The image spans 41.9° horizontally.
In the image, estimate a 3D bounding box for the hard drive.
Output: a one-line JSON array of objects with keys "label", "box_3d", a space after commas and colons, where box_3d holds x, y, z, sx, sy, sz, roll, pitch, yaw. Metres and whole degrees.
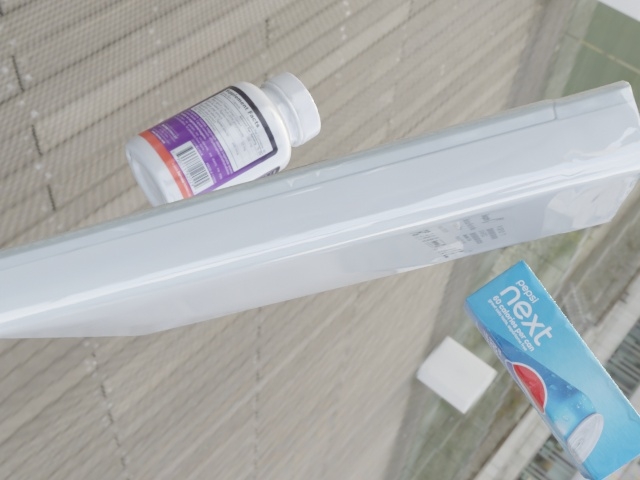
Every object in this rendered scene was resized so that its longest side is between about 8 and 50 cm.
[{"label": "hard drive", "box_3d": [0.000, 0.000, 0.443, 0.307, 0.040, 0.203, -14, 171, 13]}]

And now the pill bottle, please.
[{"label": "pill bottle", "box_3d": [-0.100, -0.103, 0.896, 0.193, 0.108, 0.108, -32, 152, -19]}]

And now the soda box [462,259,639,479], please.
[{"label": "soda box", "box_3d": [0.230, 0.127, 0.821, 0.071, 0.210, 0.067, -34, 165, -1]}]
